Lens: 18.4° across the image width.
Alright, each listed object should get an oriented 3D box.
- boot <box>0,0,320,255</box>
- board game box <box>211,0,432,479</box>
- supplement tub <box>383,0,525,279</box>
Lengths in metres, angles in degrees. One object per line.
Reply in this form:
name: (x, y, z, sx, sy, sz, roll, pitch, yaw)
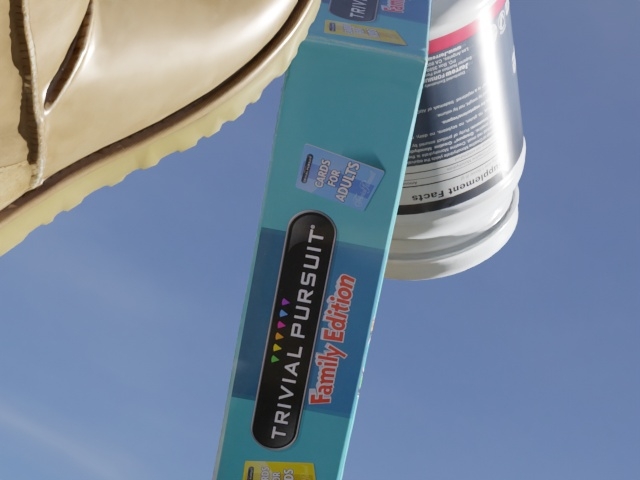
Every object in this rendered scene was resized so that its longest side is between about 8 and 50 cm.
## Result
boot: (-0.079, -0.115, 0.593, 0.089, 0.236, 0.269, 37, -27, 18)
board game box: (0.000, 0.000, 1.234, 0.079, 0.336, 0.254, 11, 22, 0)
supplement tub: (0.071, -0.123, 1.656, 0.191, 0.191, 0.272, 15, -46, 30)
